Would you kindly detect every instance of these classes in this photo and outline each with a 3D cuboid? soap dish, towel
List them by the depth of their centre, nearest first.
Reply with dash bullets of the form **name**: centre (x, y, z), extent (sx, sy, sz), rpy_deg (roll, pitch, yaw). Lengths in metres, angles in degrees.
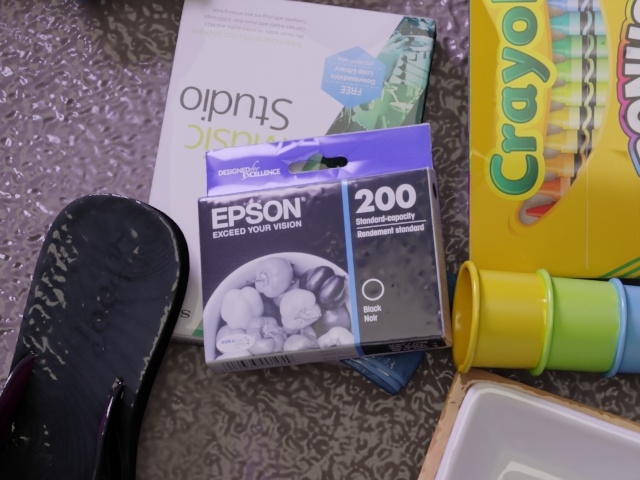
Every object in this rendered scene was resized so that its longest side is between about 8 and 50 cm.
- **soap dish**: centre (0.177, 0.277, 1.640), extent (0.229, 0.118, 0.290), rpy_deg (19, 80, 8)
- **towel**: centre (0.070, 0.068, 1.687), extent (0.067, 0.029, 0.119), rpy_deg (33, 77, -3)

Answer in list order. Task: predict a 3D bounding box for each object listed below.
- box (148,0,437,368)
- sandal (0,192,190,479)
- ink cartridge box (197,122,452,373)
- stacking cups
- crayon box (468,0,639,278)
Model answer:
- **box**: centre (-0.032, -0.055, 1.758), extent (0.232, 0.058, 0.322), rpy_deg (7, 80, 6)
- **sandal**: centre (-0.230, 0.176, 1.672), extent (0.168, 0.107, 0.445), rpy_deg (11, 90, 14)
- **ink cartridge box**: centre (0.000, 0.000, 1.675), extent (0.206, 0.045, 0.208), rpy_deg (-7, 70, 8)
- **stacking cups**: centre (0.272, 0.068, 1.642), extent (0.316, 0.096, 0.096), rpy_deg (2, 78, -6)
- **crayon box**: centre (0.284, -0.148, 1.690), extent (0.313, 0.106, 0.362), rpy_deg (0, 92, 3)
